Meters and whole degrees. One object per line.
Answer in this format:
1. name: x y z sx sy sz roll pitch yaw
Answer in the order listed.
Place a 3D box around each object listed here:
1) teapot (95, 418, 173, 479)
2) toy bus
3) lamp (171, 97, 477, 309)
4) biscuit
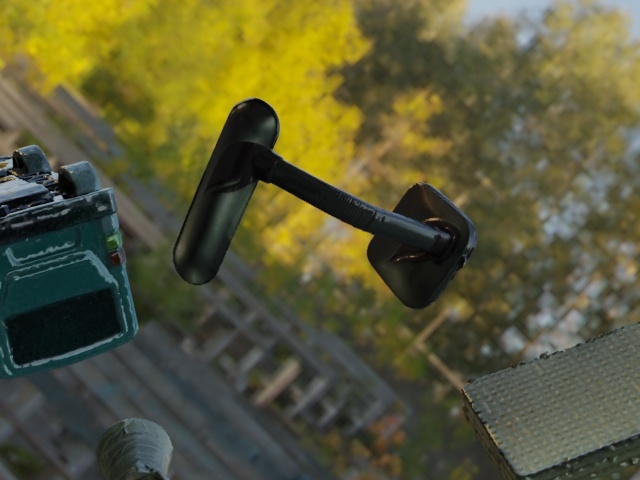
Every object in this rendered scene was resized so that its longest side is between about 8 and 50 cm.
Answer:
1. teapot: -0.132 0.173 1.268 0.057 0.067 0.083 13 15 -16
2. toy bus: -0.243 0.014 1.359 0.256 0.128 0.147 18 -59 63
3. lamp: 0.001 0.003 1.835 0.283 0.203 0.124 23 20 -32
4. biscuit: 0.211 0.115 1.260 0.121 0.199 0.040 -123 -163 -58
